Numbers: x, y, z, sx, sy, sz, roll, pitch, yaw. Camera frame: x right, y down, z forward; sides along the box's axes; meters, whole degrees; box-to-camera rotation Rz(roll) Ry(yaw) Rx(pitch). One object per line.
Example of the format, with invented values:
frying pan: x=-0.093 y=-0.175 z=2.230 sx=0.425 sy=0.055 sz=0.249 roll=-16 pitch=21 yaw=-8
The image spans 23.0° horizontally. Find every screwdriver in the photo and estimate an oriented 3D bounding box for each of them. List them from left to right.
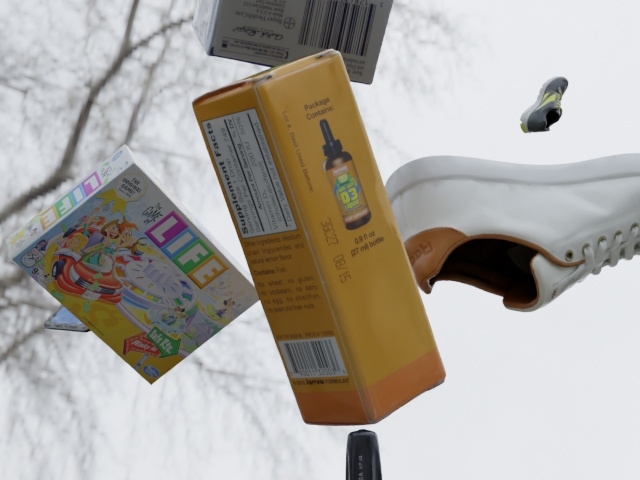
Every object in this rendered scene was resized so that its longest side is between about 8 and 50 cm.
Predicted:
screwdriver: x=0.031 y=0.200 z=0.961 sx=0.025 sy=0.170 sz=0.024 roll=-4 pitch=-6 yaw=-17

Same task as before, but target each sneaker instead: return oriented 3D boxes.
sneaker: x=0.250 y=-0.144 z=1.707 sx=0.035 sy=0.083 sz=0.031 roll=16 pitch=-30 yaw=40
sneaker: x=0.197 y=0.006 z=1.230 sx=0.290 sy=0.123 sz=0.106 roll=-1 pitch=-34 yaw=-12

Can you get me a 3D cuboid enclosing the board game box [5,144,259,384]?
board game box: x=-0.123 y=0.019 z=1.069 sx=0.103 sy=0.026 sz=0.154 roll=-39 pitch=-52 yaw=5

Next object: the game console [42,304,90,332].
game console: x=-0.285 y=0.040 z=1.902 sx=0.085 sy=0.124 sz=0.144 roll=-15 pitch=8 yaw=-33

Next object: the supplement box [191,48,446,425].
supplement box: x=0.000 y=0.000 z=1.024 sx=0.080 sy=0.078 sz=0.233 roll=-6 pitch=-75 yaw=50

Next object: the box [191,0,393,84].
box: x=-0.024 y=-0.172 z=1.179 sx=0.126 sy=0.137 sz=0.072 roll=10 pitch=-75 yaw=-12
